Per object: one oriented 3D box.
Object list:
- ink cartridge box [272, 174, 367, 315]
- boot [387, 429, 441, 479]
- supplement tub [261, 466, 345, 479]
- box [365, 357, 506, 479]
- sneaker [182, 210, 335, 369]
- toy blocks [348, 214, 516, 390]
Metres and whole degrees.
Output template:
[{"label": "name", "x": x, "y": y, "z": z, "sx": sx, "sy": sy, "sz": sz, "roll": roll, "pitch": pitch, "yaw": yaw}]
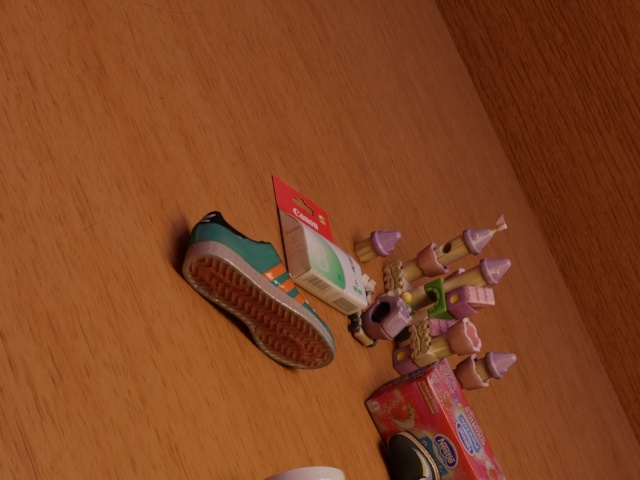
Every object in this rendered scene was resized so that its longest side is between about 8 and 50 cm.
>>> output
[{"label": "ink cartridge box", "x": 0.000, "y": 0.000, "z": 1.865, "sx": 0.181, "sy": 0.056, "sz": 0.225, "roll": 34, "pitch": 39, "yaw": -48}, {"label": "boot", "x": 0.141, "y": 0.414, "z": 1.709, "sx": 0.137, "sy": 0.077, "sz": 0.198, "roll": -11, "pitch": 75, "yaw": -60}, {"label": "supplement tub", "x": -0.011, "y": 0.398, "z": 1.325, "sx": 0.144, "sy": 0.144, "sz": 0.200, "roll": 32, "pitch": 39, "yaw": -49}, {"label": "box", "x": 0.201, "y": 0.349, "z": 1.819, "sx": 0.257, "sy": 0.128, "sz": 0.122, "roll": 64, "pitch": 24, "yaw": 1}, {"label": "sneaker", "x": -0.077, "y": 0.071, "z": 1.569, "sx": 0.302, "sy": 0.108, "sz": 0.121, "roll": 46, "pitch": 34, "yaw": -31}, {"label": "toy blocks", "x": 0.238, "y": 0.097, "z": 1.987, "sx": 0.309, "sy": 0.260, "sz": 0.289, "roll": 43, "pitch": 31, "yaw": -38}]
